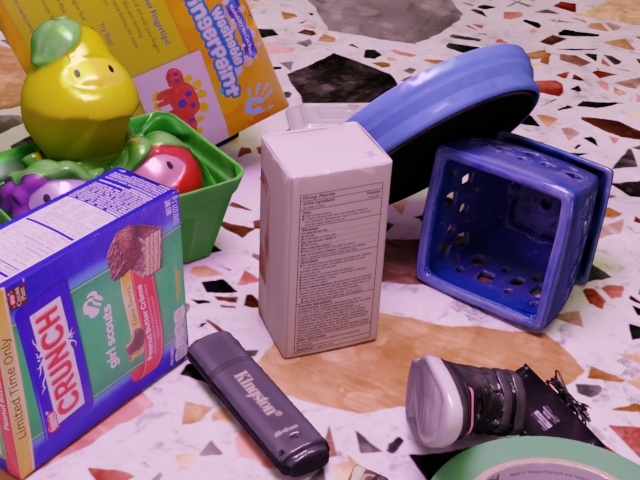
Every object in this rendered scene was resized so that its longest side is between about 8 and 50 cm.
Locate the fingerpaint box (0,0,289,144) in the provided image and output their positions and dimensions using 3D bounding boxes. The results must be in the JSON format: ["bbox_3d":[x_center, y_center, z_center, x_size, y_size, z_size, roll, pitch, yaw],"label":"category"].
[{"bbox_3d":[-0.303,-0.340,1.879,0.371,0.445,0.163,-28,42,-5],"label":"fingerpaint box"}]

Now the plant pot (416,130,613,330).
[{"bbox_3d":[0.308,-0.032,1.766,0.236,0.236,0.212,24,31,31],"label":"plant pot"}]

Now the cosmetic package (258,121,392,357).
[{"bbox_3d":[0.000,0.000,1.607,0.153,0.296,0.129,-9,35,-20],"label":"cosmetic package"}]

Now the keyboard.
[{"bbox_3d":[0.306,0.239,1.520,0.100,0.038,0.192,-30,41,-8],"label":"keyboard"}]

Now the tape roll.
[{"bbox_3d":[0.264,0.350,1.281,0.321,0.077,0.321,3,31,-2],"label":"tape roll"}]

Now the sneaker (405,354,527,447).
[{"bbox_3d":[0.190,0.195,1.409,0.146,0.105,0.296,6,-1,-1],"label":"sneaker"}]

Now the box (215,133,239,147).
[{"bbox_3d":[-0.265,-0.231,2.162,0.180,0.078,0.147,24,38,29],"label":"box"}]

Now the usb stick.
[{"bbox_3d":[-0.085,0.207,1.503,0.077,0.045,0.278,-15,37,-29],"label":"usb stick"}]

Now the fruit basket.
[{"bbox_3d":[-0.330,-0.132,1.719,0.392,0.392,0.283,-20,41,-33],"label":"fruit basket"}]

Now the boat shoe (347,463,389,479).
[{"bbox_3d":[0.047,0.314,1.333,0.049,0.056,0.152,5,31,12],"label":"boat shoe"}]

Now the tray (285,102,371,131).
[{"bbox_3d":[0.072,-0.236,2.253,0.270,0.030,0.145,-1,31,-8],"label":"tray"}]

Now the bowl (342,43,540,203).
[{"bbox_3d":[0.163,-0.160,1.790,0.391,0.391,0.077,-20,75,-33],"label":"bowl"}]

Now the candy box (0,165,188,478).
[{"bbox_3d":[-0.314,0.093,1.452,0.122,0.268,0.317,20,36,31],"label":"candy box"}]
